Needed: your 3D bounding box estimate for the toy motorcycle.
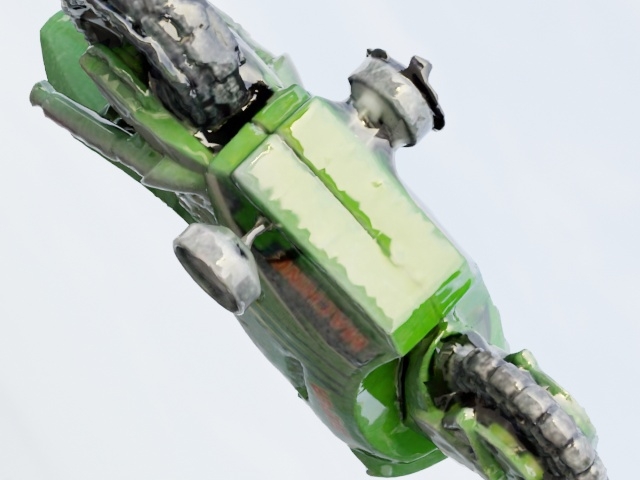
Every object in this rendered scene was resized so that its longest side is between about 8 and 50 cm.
[{"bbox_3d":[0.000,0.000,0.508,0.190,0.074,0.106,47,-14,-3],"label":"toy motorcycle"}]
